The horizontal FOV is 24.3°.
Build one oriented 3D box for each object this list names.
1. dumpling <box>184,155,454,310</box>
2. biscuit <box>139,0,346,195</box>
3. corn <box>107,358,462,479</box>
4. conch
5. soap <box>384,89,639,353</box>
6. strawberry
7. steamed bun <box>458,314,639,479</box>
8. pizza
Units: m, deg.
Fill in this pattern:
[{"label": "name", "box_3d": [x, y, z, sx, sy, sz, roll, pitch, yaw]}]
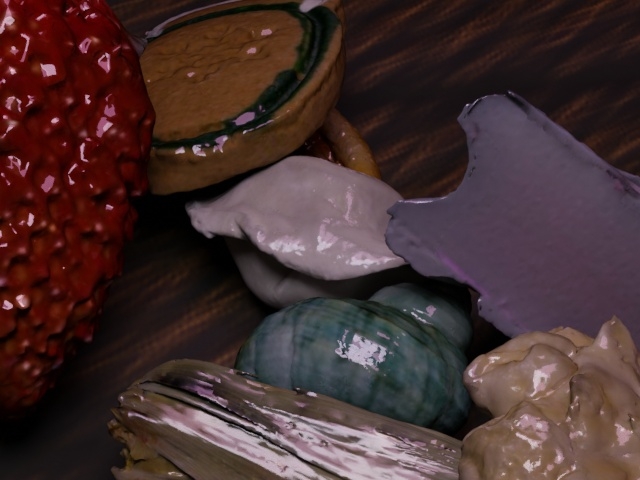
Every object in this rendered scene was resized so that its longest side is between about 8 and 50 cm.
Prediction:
[{"label": "dumpling", "box_3d": [0.000, 0.000, 1.251, 0.250, 0.132, 0.162, 17, 2, 9]}, {"label": "biscuit", "box_3d": [-0.116, -0.147, 1.369, 0.287, 0.057, 0.343, -10, 29, 14]}, {"label": "corn", "box_3d": [-0.002, 0.176, 1.062, 0.305, 0.123, 0.122, 15, 43, 6]}, {"label": "conch", "box_3d": [0.036, 0.096, 1.166, 0.188, 0.121, 0.176, -6, 15, -27]}, {"label": "soap", "box_3d": [0.226, 0.044, 1.140, 0.258, 0.159, 0.302, 50, 18, 30]}, {"label": "strawberry", "box_3d": [-0.270, -0.050, 1.126, 0.292, 0.292, 0.343, 7, 51, -5]}, {"label": "steamed bun", "box_3d": [0.219, 0.186, 1.006, 0.295, 0.137, 0.292, -14, 78, -61]}, {"label": "pizza", "box_3d": [-0.024, -0.090, 1.410, 0.134, 0.056, 0.271, -1, 41, -26]}]
